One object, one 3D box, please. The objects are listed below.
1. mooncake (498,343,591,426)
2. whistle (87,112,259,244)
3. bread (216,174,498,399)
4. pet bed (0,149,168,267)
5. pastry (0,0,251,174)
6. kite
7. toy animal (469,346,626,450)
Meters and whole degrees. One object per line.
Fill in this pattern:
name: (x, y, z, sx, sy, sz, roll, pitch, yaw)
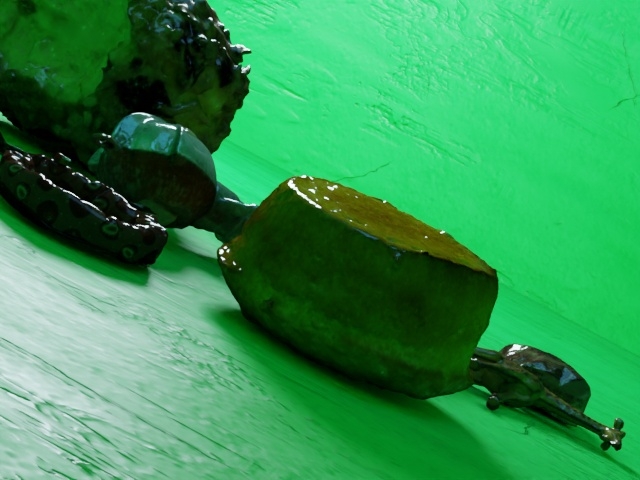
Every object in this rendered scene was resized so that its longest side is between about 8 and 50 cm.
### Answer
mooncake: (0.292, 0.184, 2.130, 0.125, 0.073, 0.130, 25, 4, -8)
whistle: (-0.158, -0.050, 1.936, 0.346, 0.142, 0.134, 37, 35, -46)
bread: (0.044, 0.047, 1.716, 0.312, 0.172, 0.312, 26, 8, -4)
pet bed: (-0.250, -0.032, 1.671, 0.201, 0.053, 0.201, 29, 7, -4)
pastry: (-0.285, -0.232, 2.189, 0.405, 0.292, 0.337, 17, -9, 28)
kite: (-0.294, -0.078, 1.805, 0.241, 0.014, 0.183, 26, -13, -12)
toy animal: (0.262, 0.194, 2.010, 0.275, 0.054, 0.149, 25, 9, -28)
